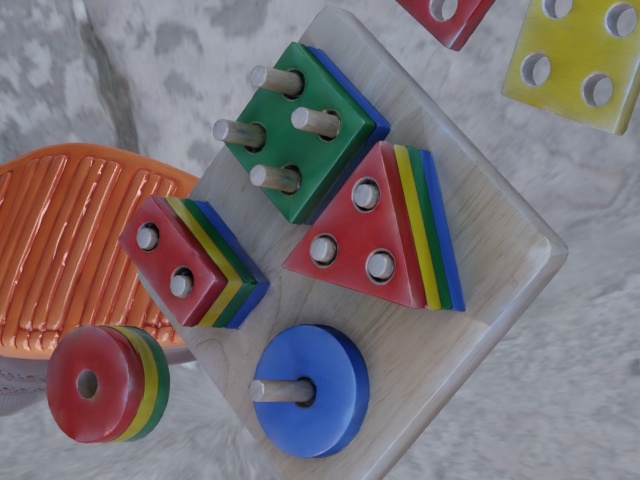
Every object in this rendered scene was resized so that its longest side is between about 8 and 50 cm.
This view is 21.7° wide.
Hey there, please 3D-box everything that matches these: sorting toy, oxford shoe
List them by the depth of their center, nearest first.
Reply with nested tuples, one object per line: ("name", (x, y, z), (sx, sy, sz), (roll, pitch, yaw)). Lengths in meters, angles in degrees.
("sorting toy", (0.000, 0.000, 0.573), (0.274, 0.046, 0.132), (-52, 58, 22))
("oxford shoe", (-0.163, 0.033, 0.962), (0.363, 0.133, 0.130), (1, 56, 33))
